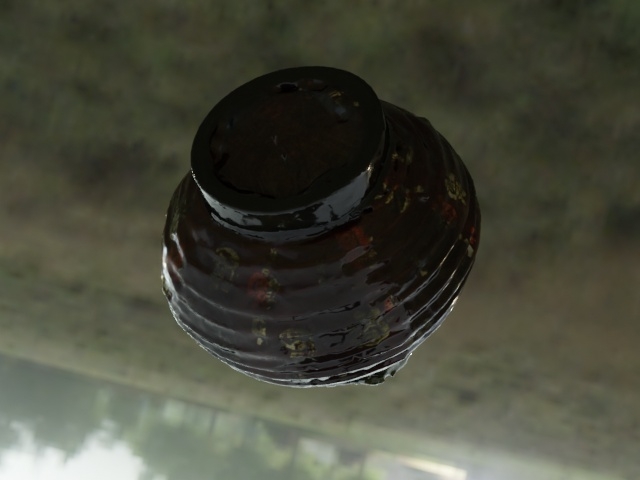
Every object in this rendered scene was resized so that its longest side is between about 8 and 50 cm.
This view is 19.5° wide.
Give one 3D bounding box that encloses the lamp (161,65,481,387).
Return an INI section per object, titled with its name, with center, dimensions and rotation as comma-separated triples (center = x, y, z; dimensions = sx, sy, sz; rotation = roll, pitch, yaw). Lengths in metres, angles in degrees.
[lamp]
center = 0.000, 0.000, 1.353
dimensions = 0.247, 0.247, 0.247
rotation = 14, 173, 2
